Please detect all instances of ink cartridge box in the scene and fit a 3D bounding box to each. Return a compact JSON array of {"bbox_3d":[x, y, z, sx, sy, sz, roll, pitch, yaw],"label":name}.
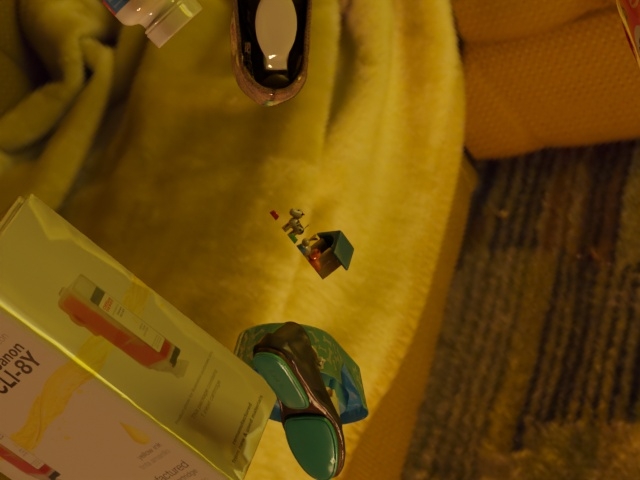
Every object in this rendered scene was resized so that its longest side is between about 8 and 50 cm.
[{"bbox_3d":[-0.290,0.170,1.278,0.279,0.384,0.160,-35,21,40],"label":"ink cartridge box"}]

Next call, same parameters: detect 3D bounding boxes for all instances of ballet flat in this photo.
[{"bbox_3d":[-0.012,0.166,1.145,0.074,0.203,0.074,-15,33,10],"label":"ballet flat"},{"bbox_3d":[-0.042,-0.285,1.053,0.107,0.316,0.106,-4,16,-2],"label":"ballet flat"}]

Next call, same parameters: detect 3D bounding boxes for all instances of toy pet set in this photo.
[{"bbox_3d":[0.000,0.000,1.527,0.065,0.114,0.122,-38,37,-1],"label":"toy pet set"}]

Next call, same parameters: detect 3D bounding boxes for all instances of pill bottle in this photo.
[{"bbox_3d":[-0.282,-0.398,1.605,0.124,0.221,0.124,-40,11,10],"label":"pill bottle"}]

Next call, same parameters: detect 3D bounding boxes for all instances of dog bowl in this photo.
[{"bbox_3d":[-0.030,0.198,1.581,0.166,0.297,0.074,-7,63,17],"label":"dog bowl"}]

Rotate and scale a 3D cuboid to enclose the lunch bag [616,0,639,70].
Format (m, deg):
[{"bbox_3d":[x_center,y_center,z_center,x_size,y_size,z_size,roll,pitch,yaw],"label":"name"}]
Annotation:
[{"bbox_3d":[0.395,-0.195,1.063,0.120,0.293,0.258,-20,80,4],"label":"lunch bag"}]
